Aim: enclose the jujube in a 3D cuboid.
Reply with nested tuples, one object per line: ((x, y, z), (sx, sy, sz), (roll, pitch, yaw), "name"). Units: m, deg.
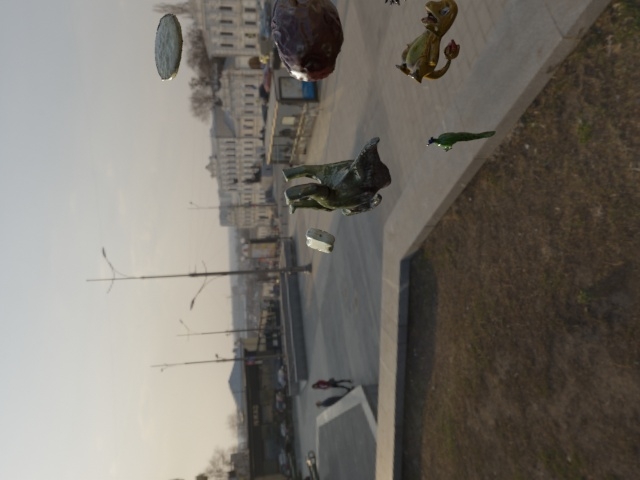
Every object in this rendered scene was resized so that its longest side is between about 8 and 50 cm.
((-0.053, -0.764, 1.643), (0.276, 0.277, 0.376), (100, 156, -47), "jujube")

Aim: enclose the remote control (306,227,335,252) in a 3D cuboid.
((0.000, 0.000, 1.141), (0.122, 0.075, 0.032), (97, -167, -78), "remote control")

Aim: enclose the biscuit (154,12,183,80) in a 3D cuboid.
((-0.359, -0.453, 1.048), (0.152, 0.020, 0.151), (10, 103, 49), "biscuit")

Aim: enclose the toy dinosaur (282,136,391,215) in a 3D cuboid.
((0.026, -0.083, 0.703), (0.294, 0.162, 0.077), (124, 137, -87), "toy dinosaur")

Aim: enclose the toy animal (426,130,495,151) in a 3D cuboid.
((0.411, -0.299, 1.338), (0.075, 0.217, 0.041), (123, 137, -70), "toy animal")

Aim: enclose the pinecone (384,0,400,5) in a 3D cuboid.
((0.272, -0.900, 1.569), (0.140, 0.121, 0.140), (-4, -90, -75), "pinecone")

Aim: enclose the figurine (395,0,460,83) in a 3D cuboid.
((0.258, -0.436, 0.986), (0.121, 0.123, 0.176), (-115, 36, -47), "figurine")
